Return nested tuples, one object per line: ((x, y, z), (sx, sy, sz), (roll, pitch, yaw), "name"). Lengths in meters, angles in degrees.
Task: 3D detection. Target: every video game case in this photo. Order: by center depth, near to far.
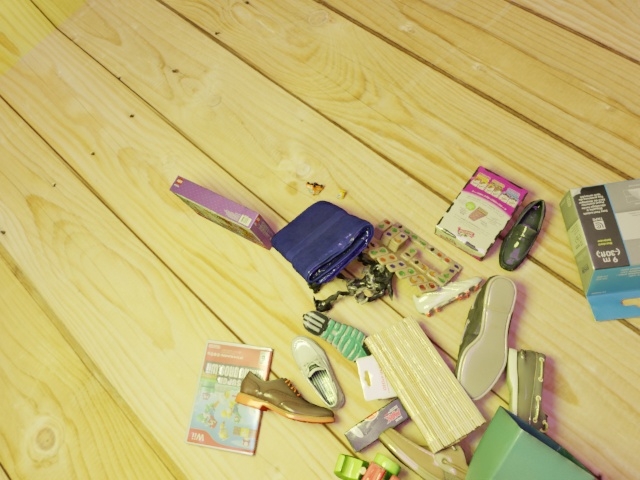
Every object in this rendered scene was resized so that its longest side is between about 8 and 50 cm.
((-0.255, 0.433, 1.302), (0.204, 0.025, 0.285), (5, 72, 12), "video game case")

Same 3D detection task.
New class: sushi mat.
((0.254, 0.347, 1.152), (0.152, 0.019, 0.316), (-25, 63, -15), "sushi mat")

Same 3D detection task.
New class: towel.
((0.000, 0.000, 1.311), (0.228, 0.076, 0.308), (-39, 30, -9), "towel")

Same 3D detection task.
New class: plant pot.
((0.409, 0.515, 0.977), (0.166, 0.166, 0.234), (33, 90, 8), "plant pot")

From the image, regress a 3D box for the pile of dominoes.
((0.254, 0.034, 1.287), (0.251, 0.040, 0.196), (37, 44, 21), "pile of dominoes")

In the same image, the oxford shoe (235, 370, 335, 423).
((-0.087, 0.416, 1.224), (0.272, 0.097, 0.098), (13, 68, 8), "oxford shoe")

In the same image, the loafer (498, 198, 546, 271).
((0.561, -0.018, 1.286), (0.076, 0.078, 0.223), (28, 77, 19), "loafer")

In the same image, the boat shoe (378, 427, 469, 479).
((0.303, 0.544, 1.116), (0.341, 0.121, 0.110), (31, 74, 9), "boat shoe")

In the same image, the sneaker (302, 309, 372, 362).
((0.050, 0.260, 1.288), (0.224, 0.098, 0.083), (35, 83, -5), "sneaker")

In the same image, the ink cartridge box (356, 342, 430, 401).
((0.197, 0.347, 1.209), (0.198, 0.067, 0.115), (-9, 68, -6), "ink cartridge box")

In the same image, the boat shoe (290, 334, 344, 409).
((-0.008, 0.350, 1.258), (0.083, 0.076, 0.226), (-38, 68, -5), "boat shoe")

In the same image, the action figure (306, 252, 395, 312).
((0.102, 0.111, 1.293), (0.276, 0.141, 0.164), (-20, 66, 6), "action figure")

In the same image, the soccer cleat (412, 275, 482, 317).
((0.349, 0.139, 1.277), (0.196, 0.068, 0.076), (-28, 65, 3), "soccer cleat")

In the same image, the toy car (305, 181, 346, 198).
((0.012, -0.151, 1.451), (0.122, 0.060, 0.040), (20, 107, 23), "toy car")

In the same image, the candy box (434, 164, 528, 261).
((0.459, -0.079, 1.331), (0.159, 0.071, 0.233), (35, 79, 19), "candy box")

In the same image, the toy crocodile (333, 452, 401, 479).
((0.185, 0.589, 1.060), (0.341, 0.105, 0.115), (20, 66, 35), "toy crocodile")

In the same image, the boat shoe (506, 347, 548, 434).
((0.504, 0.417, 1.123), (0.091, 0.109, 0.304), (1, 67, 16), "boat shoe")

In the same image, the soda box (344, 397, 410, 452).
((0.147, 0.476, 1.196), (0.169, 0.053, 0.060), (-33, 68, -3), "soda box")

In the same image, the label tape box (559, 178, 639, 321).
((0.811, 0.019, 1.210), (0.249, 0.115, 0.347), (-8, 68, 8), "label tape box")

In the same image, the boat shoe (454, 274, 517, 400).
((0.431, 0.253, 1.217), (0.112, 0.095, 0.335), (20, 79, 5), "boat shoe")

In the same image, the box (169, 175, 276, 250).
((-0.288, -0.080, 1.400), (0.293, 0.201, 0.057), (25, 77, 17), "box")
